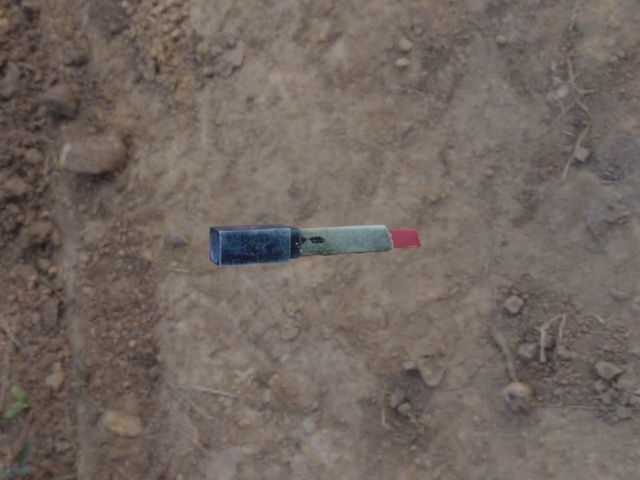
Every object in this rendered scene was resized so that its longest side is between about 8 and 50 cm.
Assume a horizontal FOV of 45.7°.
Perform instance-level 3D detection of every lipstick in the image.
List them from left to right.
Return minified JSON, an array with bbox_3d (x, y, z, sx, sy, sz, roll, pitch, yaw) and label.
[{"bbox_3d":[0.000,0.000,1.076,0.051,0.312,0.051,-165,74,-65],"label":"lipstick"}]
